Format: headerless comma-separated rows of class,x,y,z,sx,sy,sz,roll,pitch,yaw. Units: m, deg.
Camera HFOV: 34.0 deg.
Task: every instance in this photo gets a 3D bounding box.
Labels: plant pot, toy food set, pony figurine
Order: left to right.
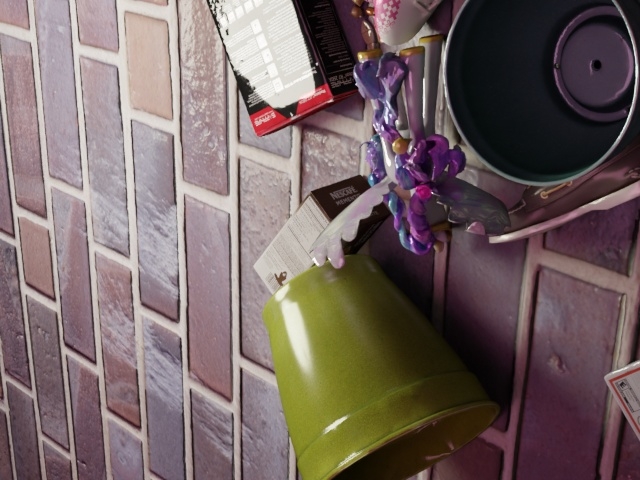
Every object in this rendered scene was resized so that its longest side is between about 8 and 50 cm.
plant pot,0.072,0.227,1.844,0.366,0.366,0.353,-52,57,44
toy food set,0.083,-0.384,1.779,0.078,0.019,0.122,-25,88,48
pony figurine,0.143,-0.117,1.615,0.302,0.351,0.364,-5,105,16
plant pot,0.345,-0.234,1.433,0.293,0.196,0.293,14,111,41

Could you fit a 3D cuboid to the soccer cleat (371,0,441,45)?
soccer cleat,0.180,-0.424,1.591,0.143,0.116,0.331,41,131,27

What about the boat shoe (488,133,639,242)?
boat shoe,0.367,-0.074,1.556,0.305,0.109,0.091,-24,88,42

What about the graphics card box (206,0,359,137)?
graphics card box,-0.084,-0.399,1.893,0.232,0.094,0.371,-19,93,49

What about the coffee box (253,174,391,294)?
coffee box,0.000,0.000,1.940,0.098,0.141,0.246,54,135,15

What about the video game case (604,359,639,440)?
video game case,0.575,0.241,1.532,0.285,0.025,0.204,-37,79,48
